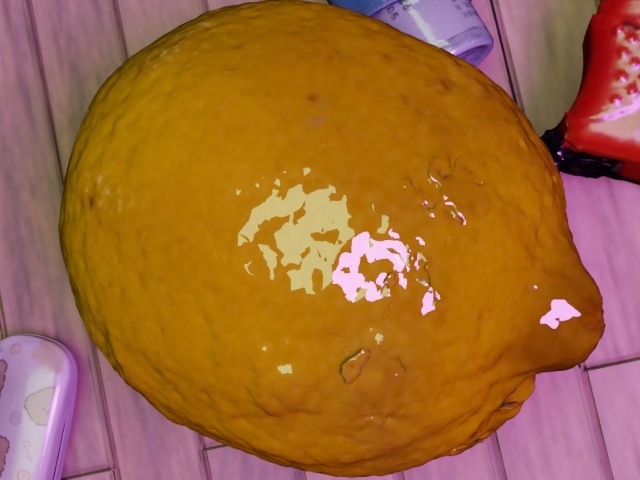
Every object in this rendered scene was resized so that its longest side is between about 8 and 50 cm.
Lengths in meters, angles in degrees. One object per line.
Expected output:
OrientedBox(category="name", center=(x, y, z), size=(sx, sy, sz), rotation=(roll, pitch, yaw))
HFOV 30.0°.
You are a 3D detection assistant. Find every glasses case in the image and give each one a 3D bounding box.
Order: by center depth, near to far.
OrientedBox(category="glasses case", center=(-0.203, 0.143, 0.790), size=(0.063, 0.041, 0.164), rotation=(12, 88, 15))

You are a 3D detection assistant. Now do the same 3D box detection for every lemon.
OrientedBox(category="lemon", center=(0.000, 0.000, 0.648), size=(0.320, 0.245, 0.245), rotation=(22, 91, 25))

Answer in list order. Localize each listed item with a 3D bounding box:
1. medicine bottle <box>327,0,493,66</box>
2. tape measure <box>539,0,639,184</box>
OrientedBox(category="medicine bottle", center=(0.031, -0.219, 0.744), size=(0.124, 0.079, 0.258), rotation=(-29, 80, 4))
OrientedBox(category="tape measure", center=(0.268, -0.127, 0.663), size=(0.261, 0.114, 0.253), rotation=(15, 89, 11))
